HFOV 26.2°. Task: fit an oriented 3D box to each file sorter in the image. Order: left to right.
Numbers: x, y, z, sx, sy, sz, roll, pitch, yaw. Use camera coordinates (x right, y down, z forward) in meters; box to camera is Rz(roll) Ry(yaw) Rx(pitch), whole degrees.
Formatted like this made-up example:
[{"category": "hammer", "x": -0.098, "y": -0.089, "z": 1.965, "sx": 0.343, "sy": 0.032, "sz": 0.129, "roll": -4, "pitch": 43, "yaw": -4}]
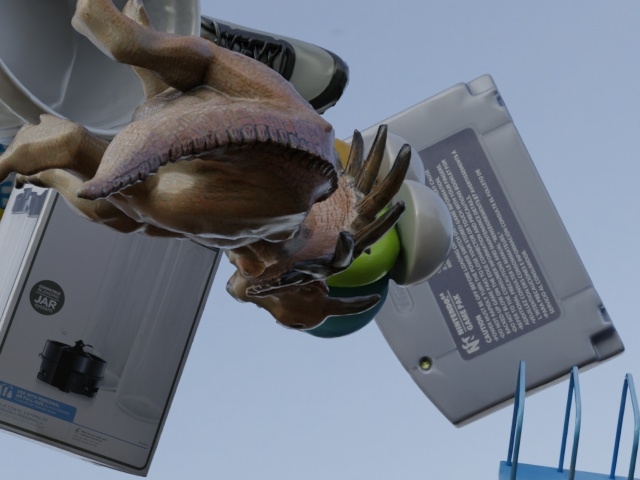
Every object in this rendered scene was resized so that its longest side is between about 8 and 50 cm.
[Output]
[{"category": "file sorter", "x": 0.215, "y": 0.156, "z": 0.978, "sx": 0.170, "sy": 0.118, "sz": 0.104, "roll": 6, "pitch": -74, "yaw": 7}]

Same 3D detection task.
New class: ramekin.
[{"category": "ramekin", "x": -0.184, "y": -0.157, "z": 0.870, "sx": 0.109, "sy": 0.207, "sz": 0.207, "roll": -9, "pitch": -32, "yaw": 36}]

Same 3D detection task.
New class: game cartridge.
[{"category": "game cartridge", "x": 0.129, "y": 0.012, "z": 1.268, "sx": 0.196, "sy": 0.294, "sz": 0.060, "roll": -24, "pitch": -19, "yaw": 4}]

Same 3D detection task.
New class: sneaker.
[{"category": "sneaker", "x": -0.102, "y": -0.200, "z": 1.556, "sx": 0.271, "sy": 0.100, "sz": 0.108, "roll": 11, "pitch": -15, "yaw": 10}]

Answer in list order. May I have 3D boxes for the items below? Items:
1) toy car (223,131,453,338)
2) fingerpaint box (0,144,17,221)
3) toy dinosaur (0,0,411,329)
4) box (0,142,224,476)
[{"category": "toy car", "x": 0.000, "y": 0.000, "z": 0.996, "sx": 0.159, "sy": 0.182, "sz": 0.136, "roll": 3, "pitch": -61, "yaw": -14}, {"category": "fingerpaint box", "x": -0.510, "y": -0.177, "z": 1.662, "sx": 0.371, "sy": 0.163, "sz": 0.445, "roll": -14, "pitch": -63, "yaw": -23}, {"category": "toy dinosaur", "x": -0.038, "y": -0.034, "z": 0.671, "sx": 0.200, "sy": 0.127, "sz": 0.295, "roll": 28, "pitch": -2, "yaw": -3}, {"category": "box", "x": -0.183, "y": 0.030, "z": 1.132, "sx": 0.169, "sy": 0.290, "sz": 0.087, "roll": 27, "pitch": -16, "yaw": -30}]
